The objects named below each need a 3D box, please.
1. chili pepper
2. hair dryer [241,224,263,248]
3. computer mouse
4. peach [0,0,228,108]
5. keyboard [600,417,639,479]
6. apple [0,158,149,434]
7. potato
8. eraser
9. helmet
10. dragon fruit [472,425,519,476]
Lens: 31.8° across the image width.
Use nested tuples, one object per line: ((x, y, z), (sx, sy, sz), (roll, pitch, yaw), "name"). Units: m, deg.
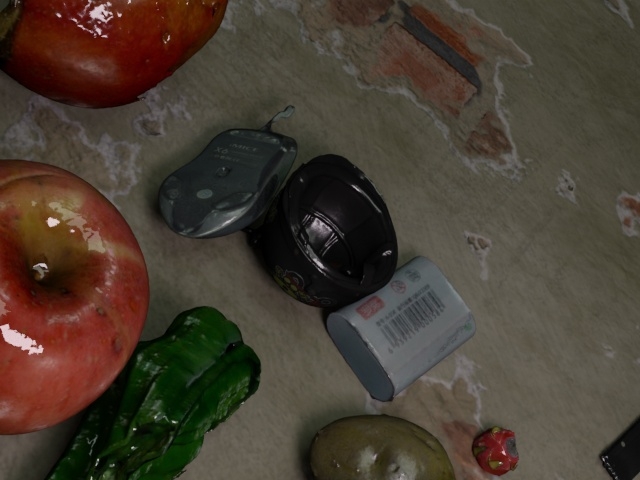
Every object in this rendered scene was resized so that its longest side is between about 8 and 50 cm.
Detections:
((-0.241, 0.242, 1.552), (0.167, 0.213, 0.385), (31, 47, 14), "chili pepper")
((-0.118, -0.027, 1.887), (0.083, 0.031, 0.079), (33, 41, 1), "hair dryer")
((-0.130, -0.109, 1.867), (0.167, 0.090, 0.379), (16, 44, 22), "computer mouse")
((-0.344, -0.393, 1.769), (0.416, 0.339, 0.353), (-24, 76, -32), "peach")
((0.591, 0.367, 2.061), (0.231, 0.023, 0.072), (-31, 88, -37), "keyboard")
((-0.414, 0.078, 1.470), (0.364, 0.364, 0.364), (14, 57, -22), "apple")
((0.093, 0.353, 1.708), (0.235, 0.160, 0.178), (28, 28, 0), "potato")
((0.139, 0.146, 1.895), (0.227, 0.081, 0.174), (-31, 85, -39), "eraser")
((0.000, 0.000, 1.849), (0.230, 0.160, 0.279), (37, 36, -17), "helmet")
((0.291, 0.347, 1.880), (0.060, 0.056, 0.083), (11, 60, -25), "dragon fruit")
